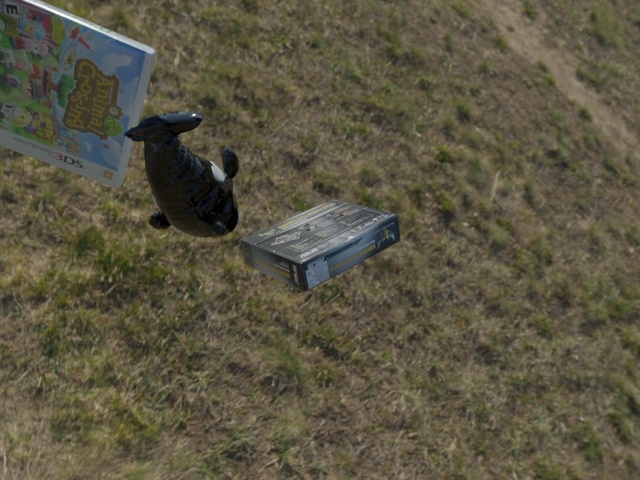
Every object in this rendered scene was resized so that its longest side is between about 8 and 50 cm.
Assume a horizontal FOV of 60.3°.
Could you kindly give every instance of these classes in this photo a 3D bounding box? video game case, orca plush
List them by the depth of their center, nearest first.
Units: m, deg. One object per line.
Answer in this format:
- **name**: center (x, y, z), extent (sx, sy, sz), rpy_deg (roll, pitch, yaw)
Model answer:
- **video game case**: center (-0.329, -0.184, 0.701), extent (0.193, 0.212, 0.023), rpy_deg (20, 36, -13)
- **orca plush**: center (-0.146, -0.059, 0.728), extent (0.151, 0.287, 0.102), rpy_deg (-36, 71, -23)

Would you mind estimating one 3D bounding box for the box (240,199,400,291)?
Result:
- **box**: center (0.000, 0.000, 1.001), extent (0.231, 0.183, 0.056), rpy_deg (-26, 117, -34)
